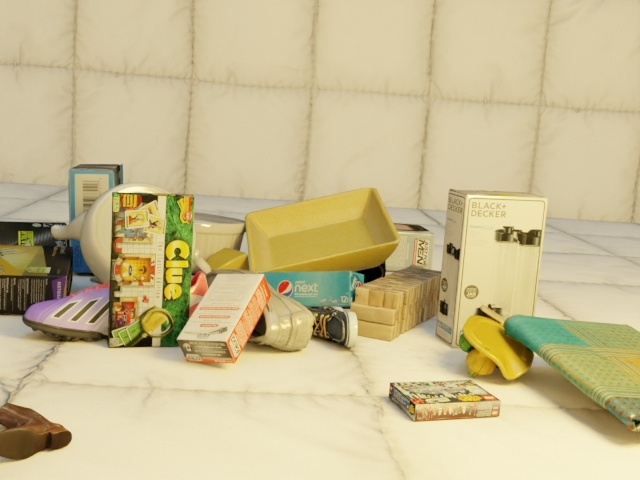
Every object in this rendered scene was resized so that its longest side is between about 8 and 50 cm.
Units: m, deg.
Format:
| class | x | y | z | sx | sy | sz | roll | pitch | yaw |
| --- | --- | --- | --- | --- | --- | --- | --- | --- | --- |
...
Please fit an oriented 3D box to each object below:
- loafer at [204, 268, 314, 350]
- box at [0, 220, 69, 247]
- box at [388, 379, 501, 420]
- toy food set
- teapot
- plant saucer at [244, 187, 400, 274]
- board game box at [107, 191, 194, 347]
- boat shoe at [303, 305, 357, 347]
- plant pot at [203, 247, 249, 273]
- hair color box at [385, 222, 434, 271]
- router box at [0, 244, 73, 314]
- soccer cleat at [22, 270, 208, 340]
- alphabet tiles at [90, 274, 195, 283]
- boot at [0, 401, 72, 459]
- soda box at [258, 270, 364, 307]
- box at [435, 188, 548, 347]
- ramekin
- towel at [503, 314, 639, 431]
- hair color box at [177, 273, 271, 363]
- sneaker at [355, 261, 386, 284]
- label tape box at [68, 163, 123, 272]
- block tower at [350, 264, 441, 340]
| class | x | y | z | sx | sy | sz | roll | pitch | yaw |
| --- | --- | --- | --- | --- | --- | --- | --- | --- | --- |
| loafer | -0.141 | 0.117 | 1.557 | 0.111 | 0.112 | 0.319 | 8 | 5 | -39 |
| box | -0.692 | 0.012 | 2.025 | 0.184 | 0.045 | 0.190 | 3 | 26 | -20 |
| box | 0.180 | 0.232 | 1.250 | 0.137 | 0.027 | 0.094 | 1 | 10 | -20 |
| toy food set | 0.293 | 0.192 | 1.465 | 0.128 | 0.071 | 0.218 | 31 | 18 | 13 |
| teapot | -0.387 | 0.013 | 1.801 | 0.253 | 0.256 | 0.187 | -26 | -9 | -33 |
| plant saucer | 0.000 | 0.000 | 1.988 | 0.333 | 0.081 | 0.333 | -13 | 26 | -2 |
| board game box | -0.284 | 0.050 | 1.435 | 0.136 | 0.259 | 0.030 | 0 | 9 | -21 |
| boat shoe | 0.011 | 0.156 | 1.555 | 0.083 | 0.065 | 0.183 | 2 | 2 | -12 |
| plant pot | -0.217 | 0.071 | 1.922 | 0.082 | 0.081 | 0.083 | 13 | 26 | 43 |
| hair color box | 0.105 | 0.010 | 2.335 | 0.375 | 0.113 | 0.185 | 4 | 9 | -8 |
| router box | -0.624 | 0.073 | 1.705 | 0.243 | 0.081 | 0.309 | 2 | 9 | -15 |
| soccer cleat | -0.351 | 0.108 | 1.492 | 0.318 | 0.116 | 0.108 | 2 | 9 | -17 |
| alphabet tiles | -0.367 | 0.090 | 1.948 | 0.198 | 0.009 | 0.237 | 9 | 10 | 31 |
| boot | -0.370 | 0.222 | 1.021 | 0.114 | 0.037 | 0.106 | 16 | 2 | 40 |
| soda box | -0.021 | 0.100 | 1.706 | 0.210 | 0.071 | 0.067 | -2 | -9 | 26 |
| box | 0.319 | 0.052 | 1.610 | 0.169 | 0.289 | 0.087 | 3 | 9 | -14 |
| ramekin | -0.320 | 0.003 | 2.097 | 0.273 | 0.127 | 0.273 | 6 | 6 | -1 |
| towel | 0.482 | 0.208 | 1.344 | 0.272 | 0.040 | 0.370 | 7 | 15 | -17 |
| hair color box | -0.156 | 0.126 | 1.411 | 0.093 | 0.053 | 0.167 | -1 | 35 | 23 |
| sneaker | 0.117 | 0.061 | 2.072 | 0.147 | 0.104 | 0.296 | 13 | 20 | 36 |
| label tape box | -0.544 | -0.064 | 2.092 | 0.106 | 0.240 | 0.334 | 0 | 8 | -10 |
| block tower | 0.168 | 0.121 | 1.746 | 0.097 | 0.090 | 0.335 | 9 | 11 | 23 |
